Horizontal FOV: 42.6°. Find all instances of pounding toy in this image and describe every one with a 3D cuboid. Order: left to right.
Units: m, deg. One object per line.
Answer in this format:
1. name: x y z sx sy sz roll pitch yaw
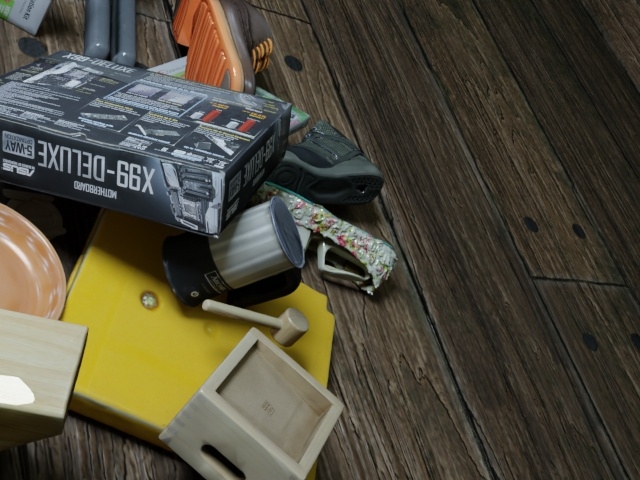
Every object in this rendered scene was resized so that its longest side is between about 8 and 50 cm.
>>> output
1. pounding toy: -0.075 0.150 0.849 0.181 0.094 0.206 41 29 0

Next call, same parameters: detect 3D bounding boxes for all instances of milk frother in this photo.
1. milk frother: -0.093 -0.005 0.924 0.129 0.134 0.143 48 26 -60

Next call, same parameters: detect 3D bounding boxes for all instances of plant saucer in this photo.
1. plant saucer: -0.346 0.037 0.785 0.200 0.037 0.200 25 39 -22

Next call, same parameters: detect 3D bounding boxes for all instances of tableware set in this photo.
1. tableware set: -0.362 -0.067 0.911 0.141 0.020 0.169 3 55 -39

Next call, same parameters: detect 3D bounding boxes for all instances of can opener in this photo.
1. can opener: -0.291 -0.362 1.170 0.076 0.095 0.283 15 47 -30

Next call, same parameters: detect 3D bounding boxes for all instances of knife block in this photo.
1. knife block: -0.356 0.082 0.622 0.242 0.275 0.088 53 28 -41

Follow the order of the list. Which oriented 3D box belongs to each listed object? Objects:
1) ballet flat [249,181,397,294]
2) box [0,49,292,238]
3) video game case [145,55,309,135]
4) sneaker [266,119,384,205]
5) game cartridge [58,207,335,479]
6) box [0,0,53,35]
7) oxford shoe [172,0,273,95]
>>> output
1. ballet flat: 0.000 0.000 1.123 0.241 0.091 0.077 26 65 -16
2. box: -0.211 -0.120 0.907 0.307 0.077 0.242 14 27 8
3. video game case: -0.150 -0.189 1.144 0.212 0.023 0.193 32 37 16
4. sneaker: -0.030 -0.115 1.196 0.227 0.087 0.130 -2 39 -28
5. game cartridge: -0.135 0.113 0.933 0.323 0.052 0.285 31 41 -20
6. box: -0.415 -0.360 1.022 0.186 0.145 0.038 28 44 -21
7. oxford shoe: -0.119 -0.278 1.153 0.132 0.130 0.364 10 35 -24
